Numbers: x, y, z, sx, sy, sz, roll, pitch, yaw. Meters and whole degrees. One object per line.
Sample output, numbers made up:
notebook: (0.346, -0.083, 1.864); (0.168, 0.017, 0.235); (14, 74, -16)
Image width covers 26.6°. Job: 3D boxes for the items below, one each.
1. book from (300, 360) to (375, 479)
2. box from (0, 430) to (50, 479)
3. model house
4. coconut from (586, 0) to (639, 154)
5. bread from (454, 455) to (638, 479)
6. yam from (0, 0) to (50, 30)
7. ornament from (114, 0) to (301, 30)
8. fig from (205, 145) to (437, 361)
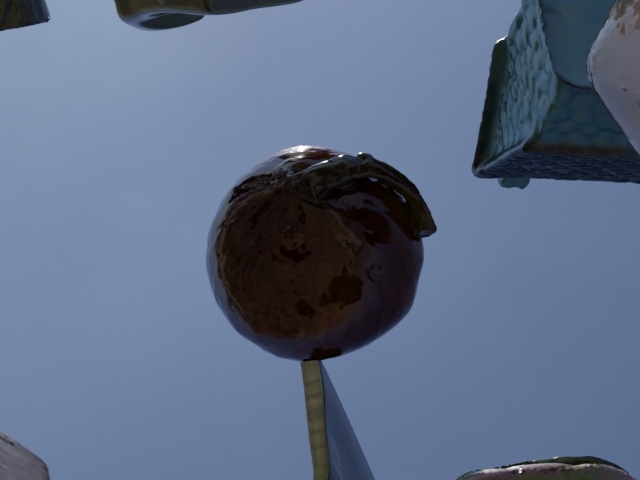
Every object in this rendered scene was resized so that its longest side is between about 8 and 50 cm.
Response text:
book: (0.030, 0.245, 1.332); (0.024, 0.228, 0.160); (-17, -141, 7)
box: (-0.241, 0.119, 0.512); (0.188, 0.252, 0.153); (-53, -161, 7)
model house: (0.297, -0.150, 1.359); (0.241, 0.261, 0.226); (109, -21, -49)
coconut: (0.316, -0.134, 1.017); (0.234, 0.224, 0.224); (-9, -102, 41)
bread: (0.152, 0.248, 0.882); (0.033, 0.229, 0.228); (151, -61, -71)
yam: (-0.415, -0.354, 1.518); (0.161, 0.161, 0.268); (6, -58, 35)
ornament: (-0.131, -0.173, 0.723); (0.285, 0.120, 0.130); (22, -65, 24)
fig: (-0.001, 0.000, 1.178); (0.205, 0.205, 0.205); (-6, -100, 34)
